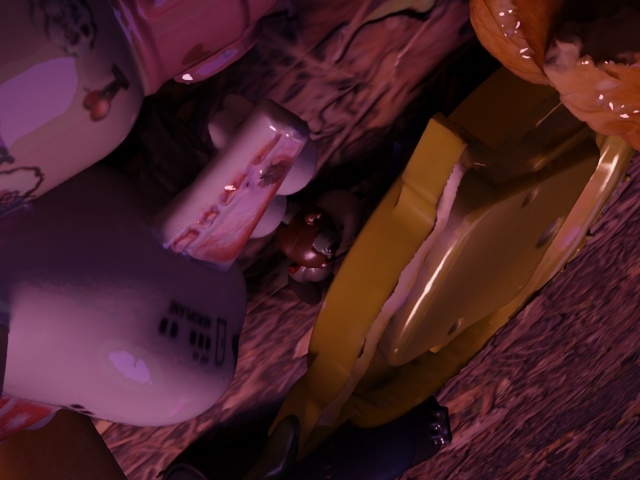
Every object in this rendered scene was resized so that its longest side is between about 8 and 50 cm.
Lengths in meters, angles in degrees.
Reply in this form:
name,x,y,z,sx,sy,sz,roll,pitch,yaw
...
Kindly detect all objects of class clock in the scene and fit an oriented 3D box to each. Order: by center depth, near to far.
name,x,y,z,sx,sy,sz,roll,pitch,yaw
clock,0.088,-0.012,0.881,0.293,0.071,0.277,-16,141,-55

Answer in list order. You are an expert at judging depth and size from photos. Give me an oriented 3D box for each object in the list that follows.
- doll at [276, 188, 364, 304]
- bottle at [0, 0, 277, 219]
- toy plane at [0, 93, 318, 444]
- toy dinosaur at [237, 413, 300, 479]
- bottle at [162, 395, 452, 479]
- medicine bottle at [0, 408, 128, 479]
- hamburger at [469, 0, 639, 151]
name,x,y,z,sx,sy,sz,roll,pitch,yaw
doll,-0.005,0.004,0.830,0.058,0.040,0.085,-30,159,-42
bottle,-0.117,-0.056,0.446,0.233,0.110,0.110,-32,157,-11
toy plane,-0.105,0.025,0.619,0.252,0.118,0.252,-31,160,-13
toy dinosaur,-0.182,0.228,0.662,0.447,0.087,0.301,-52,159,-7
bottle,-0.005,0.163,1.096,0.244,0.072,0.082,-14,-174,-42
medicine bottle,-0.059,0.275,0.762,0.108,0.426,0.108,-30,155,-15
hamburger,0.237,-0.150,0.720,0.330,0.162,0.209,-40,157,-4
